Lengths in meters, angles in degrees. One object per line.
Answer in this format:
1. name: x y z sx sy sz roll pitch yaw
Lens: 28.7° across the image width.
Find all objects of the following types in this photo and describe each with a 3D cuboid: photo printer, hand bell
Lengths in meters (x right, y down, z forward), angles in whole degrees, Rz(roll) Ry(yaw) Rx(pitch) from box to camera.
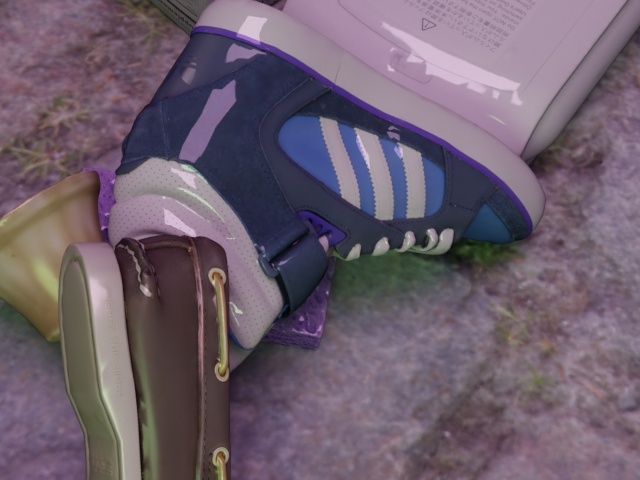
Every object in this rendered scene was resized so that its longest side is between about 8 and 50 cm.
1. photo printer: 0.134 -0.206 1.065 0.256 0.107 0.307 31 61 15
2. hand bell: -0.136 0.084 0.863 0.126 0.126 0.242 -36 87 -23

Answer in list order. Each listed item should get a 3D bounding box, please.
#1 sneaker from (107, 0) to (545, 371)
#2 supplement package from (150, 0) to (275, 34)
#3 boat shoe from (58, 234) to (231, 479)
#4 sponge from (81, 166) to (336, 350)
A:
1. sneaker: 0.000 0.000 0.897 0.322 0.130 0.236 29 77 -28
2. supplement package: -0.091 -0.306 1.030 0.139 0.244 0.134 -39 67 -23
3. boat shoe: -0.092 0.158 0.760 0.096 0.116 0.324 -7 93 -26
4. sponge: -0.093 0.013 0.956 0.210 0.031 0.117 9 59 0
